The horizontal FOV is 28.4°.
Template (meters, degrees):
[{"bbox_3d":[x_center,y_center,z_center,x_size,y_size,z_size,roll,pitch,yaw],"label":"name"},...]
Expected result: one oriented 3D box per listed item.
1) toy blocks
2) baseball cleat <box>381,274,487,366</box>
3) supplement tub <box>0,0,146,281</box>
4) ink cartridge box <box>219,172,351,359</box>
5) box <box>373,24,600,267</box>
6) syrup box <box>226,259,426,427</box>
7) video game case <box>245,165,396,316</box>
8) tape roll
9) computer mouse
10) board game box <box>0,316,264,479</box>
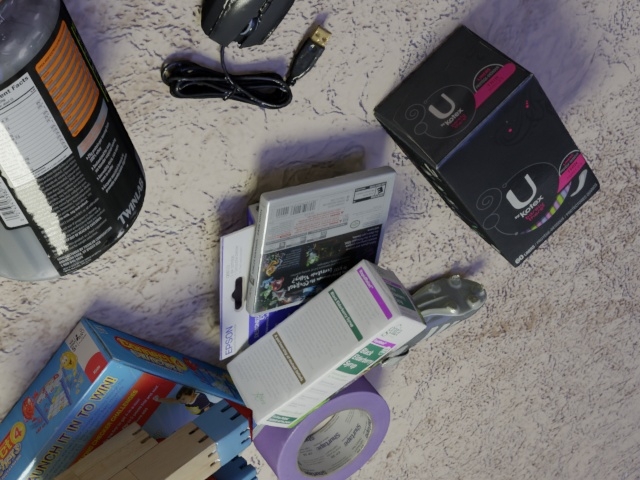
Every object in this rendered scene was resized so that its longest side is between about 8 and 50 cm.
[{"bbox_3d":[-0.185,0.346,1.551,0.261,0.191,0.381,-34,139,-28],"label":"toy blocks"},{"bbox_3d":[0.141,0.117,1.820,0.206,0.072,0.109,-16,146,-22],"label":"baseball cleat"},{"bbox_3d":[-0.296,-0.126,1.157,0.193,0.193,0.316,-33,138,-12],"label":"supplement tub"},{"bbox_3d":[-0.046,0.034,1.603,0.208,0.045,0.206,-20,134,-28],"label":"ink cartridge box"},{"bbox_3d":[0.217,-0.114,1.613,0.165,0.143,0.270,-45,139,1],"label":"box"},{"bbox_3d":[0.008,0.134,1.612,0.237,0.096,0.093,-37,157,14],"label":"syrup box"},{"bbox_3d":[0.000,0.000,1.563,0.190,0.022,0.173,-14,130,-32],"label":"video game case"},{"bbox_3d":[0.001,0.266,1.812,0.189,0.080,0.189,-21,134,-24],"label":"tape roll"},{"bbox_3d":[-0.043,-0.247,1.356,0.184,0.060,0.262,7,119,-41],"label":"computer mouse"},{"bbox_3d":[-0.263,0.275,1.605,0.308,0.086,0.302,-51,138,9],"label":"board game box"}]
